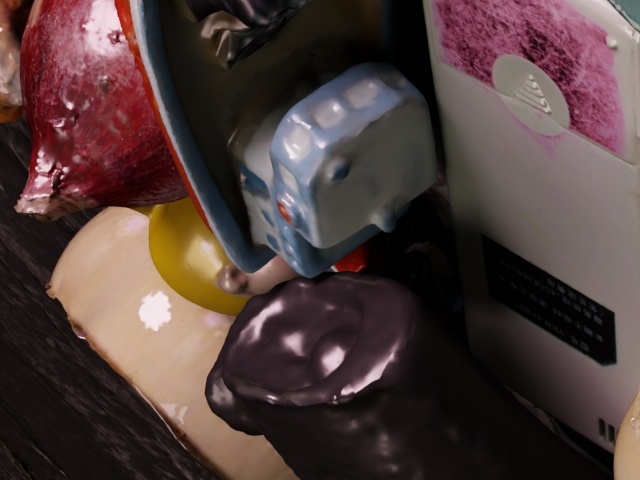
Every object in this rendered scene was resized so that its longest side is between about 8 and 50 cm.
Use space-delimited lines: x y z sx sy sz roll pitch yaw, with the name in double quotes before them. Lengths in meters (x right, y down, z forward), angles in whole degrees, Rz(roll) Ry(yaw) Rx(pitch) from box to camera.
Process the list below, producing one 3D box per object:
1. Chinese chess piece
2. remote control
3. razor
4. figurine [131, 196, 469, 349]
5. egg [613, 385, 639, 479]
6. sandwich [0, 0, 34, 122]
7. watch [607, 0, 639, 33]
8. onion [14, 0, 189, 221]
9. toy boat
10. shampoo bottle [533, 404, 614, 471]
"Chinese chess piece" -0.076 0.081 1.407 0.257 0.104 0.257 45 178 2
"remote control" 0.124 -0.023 0.999 0.145 0.050 0.344 33 151 32
"razor" 0.088 0.142 1.114 0.327 0.107 0.189 41 160 -31
"figurine" -0.007 0.009 1.216 0.234 0.127 0.185 50 157 -11
"egg" 0.231 0.117 0.948 0.201 0.164 0.164 10 141 48
"sandwich" -0.294 -0.155 1.375 0.301 0.162 0.250 27 157 43
"watch" 0.164 -0.144 0.732 0.195 0.068 0.237 37 161 23
"onion" -0.108 -0.084 1.135 0.159 0.195 0.159 29 160 12
"toy boat" -0.016 -0.111 0.971 0.133 0.145 0.332 44 158 37
"shampoo bottle" 0.226 0.142 1.154 0.234 0.049 0.087 36 161 20
